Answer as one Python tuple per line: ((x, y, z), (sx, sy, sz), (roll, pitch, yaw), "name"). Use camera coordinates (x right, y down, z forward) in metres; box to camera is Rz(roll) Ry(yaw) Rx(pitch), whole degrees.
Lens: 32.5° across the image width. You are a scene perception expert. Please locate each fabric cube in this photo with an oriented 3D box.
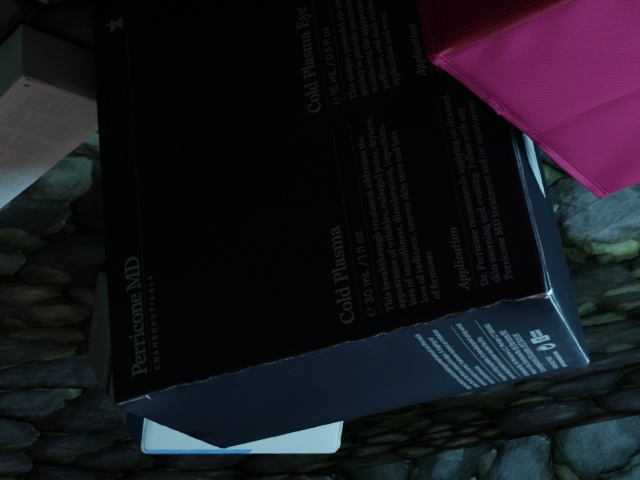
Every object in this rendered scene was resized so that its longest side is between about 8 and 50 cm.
((0.215, -0.215, 0.669), (0.258, 0.254, 0.259), (-21, 153, 30), "fabric cube")

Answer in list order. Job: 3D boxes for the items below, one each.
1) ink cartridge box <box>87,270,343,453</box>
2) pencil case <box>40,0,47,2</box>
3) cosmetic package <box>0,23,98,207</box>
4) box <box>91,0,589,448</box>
((-0.129, 0.133, 1.274), (0.223, 0.129, 0.307), (4, -170, -23), "ink cartridge box")
((-0.110, -0.245, 0.693), (0.236, 0.104, 0.104), (-27, 149, 33), "pencil case")
((-0.289, -0.099, 0.990), (0.099, 0.060, 0.239), (15, 146, -43), "cosmetic package")
((0.007, -0.049, 0.854), (0.312, 0.343, 0.179), (-15, 155, 16), "box")
